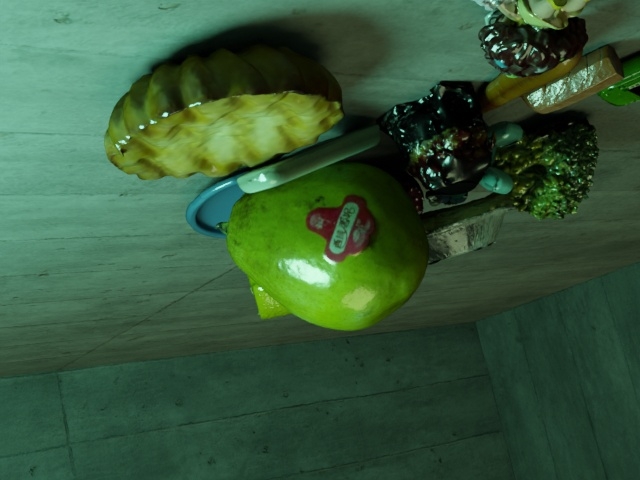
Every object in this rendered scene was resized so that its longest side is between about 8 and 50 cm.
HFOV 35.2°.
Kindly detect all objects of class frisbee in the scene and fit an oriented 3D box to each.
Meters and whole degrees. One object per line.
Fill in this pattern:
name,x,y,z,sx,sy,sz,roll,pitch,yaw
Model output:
frisbee,-0.108,-0.081,1.864,0.290,0.049,0.289,-13,159,-5

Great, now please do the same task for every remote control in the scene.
remote control,-0.011,-0.129,1.577,0.090,0.038,0.309,-13,-171,40

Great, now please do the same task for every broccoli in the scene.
broccoli,0.408,-0.113,1.929,0.273,0.180,0.242,-20,166,30

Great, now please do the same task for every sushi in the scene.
sushi,0.203,-0.153,1.641,0.153,0.150,0.172,-4,164,-31

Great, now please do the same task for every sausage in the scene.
sausage,0.394,-0.250,1.611,0.169,0.065,0.065,-24,163,34

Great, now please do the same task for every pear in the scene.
pear,0.000,0.000,1.692,0.375,0.287,0.287,9,171,12

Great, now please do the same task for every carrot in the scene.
carrot,0.306,-0.253,1.545,0.069,0.069,0.336,-7,172,-21

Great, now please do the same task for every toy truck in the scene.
toy truck,0.254,-0.130,1.907,0.088,0.074,0.201,7,162,-2

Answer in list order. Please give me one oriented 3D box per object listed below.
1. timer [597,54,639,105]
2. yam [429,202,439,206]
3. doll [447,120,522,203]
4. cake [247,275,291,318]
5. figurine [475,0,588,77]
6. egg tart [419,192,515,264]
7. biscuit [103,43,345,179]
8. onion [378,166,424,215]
timer,0.532,-0.269,1.690,0.128,0.047,0.140,-22,164,32
yam,0.284,-0.115,2.147,0.029,0.027,0.234,18,158,-11
doll,0.266,-0.134,1.736,0.059,0.159,0.158,7,-171,-41
cake,-0.077,0.058,2.054,0.156,0.179,0.260,-15,-162,6
figurine,0.273,-0.279,1.257,0.175,0.115,0.240,-12,166,-6
egg tart,0.243,-0.018,1.825,0.234,0.094,0.234,-16,-179,0
biscuit,-0.131,-0.173,1.356,0.326,0.107,0.326,-12,170,-2
onion,0.100,-0.029,1.947,0.161,0.248,0.248,9,-174,44
